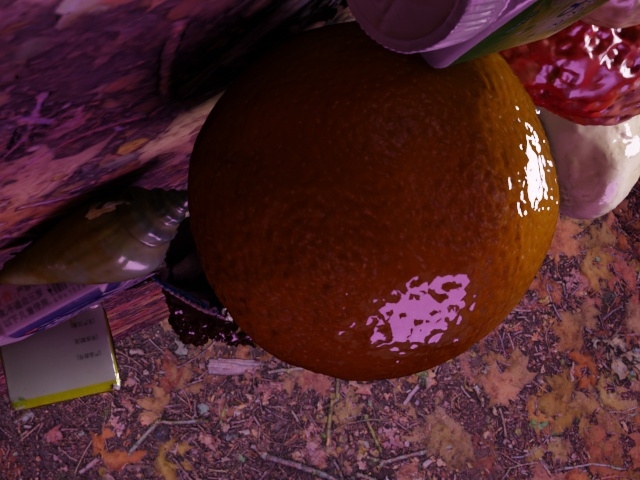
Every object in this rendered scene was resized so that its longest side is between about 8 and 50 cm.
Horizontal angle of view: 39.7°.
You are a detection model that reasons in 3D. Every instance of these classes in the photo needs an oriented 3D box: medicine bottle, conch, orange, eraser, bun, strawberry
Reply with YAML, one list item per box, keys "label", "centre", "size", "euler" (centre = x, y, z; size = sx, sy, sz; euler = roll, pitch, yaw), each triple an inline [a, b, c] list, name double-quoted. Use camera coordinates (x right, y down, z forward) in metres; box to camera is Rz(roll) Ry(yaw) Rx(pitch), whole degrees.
- label: "medicine bottle"
  centre: [-0.348, 0.151, 1.198]
  size: [0.137, 0.141, 0.250]
  euler: [-14, 173, -15]
- label: "conch"
  centre: [-0.196, -0.002, 0.812]
  size: [0.201, 0.079, 0.095]
  euler: [-9, -162, 28]
- label: "orange"
  centre: [0.040, -0.033, 0.625]
  size: [0.264, 0.264, 0.264]
  euler: [-26, 177, -2]
- label: "eraser"
  centre: [-0.290, 0.054, 0.993]
  size: [0.210, 0.068, 0.124]
  euler: [-27, 179, 11]
- label: "medicine bottle"
  centre: [0.104, -0.163, 0.495]
  size: [0.188, 0.088, 0.132]
  euler: [-24, 176, -41]
- label: "bun"
  centre: [0.395, -0.157, 1.325]
  size: [0.160, 0.259, 0.259]
  euler: [-21, 176, -1]
- label: "strawberry"
  centre: [0.310, -0.202, 0.953]
  size: [0.336, 0.149, 0.265]
  euler: [-22, 176, -44]

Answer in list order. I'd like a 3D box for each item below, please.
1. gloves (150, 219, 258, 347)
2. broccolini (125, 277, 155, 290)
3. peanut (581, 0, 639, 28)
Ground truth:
- label: "gloves"
  centre: [-0.125, 0.073, 1.174]
  size: [0.210, 0.135, 0.312]
  euler: [5, 166, 26]
- label: "broccolini"
  centre: [-0.279, 0.044, 1.264]
  size: [0.201, 0.058, 0.074]
  euler: [-11, 166, 7]
- label: "peanut"
  centre: [0.256, -0.220, 0.695]
  size: [0.108, 0.095, 0.226]
  euler: [-25, 179, 37]
